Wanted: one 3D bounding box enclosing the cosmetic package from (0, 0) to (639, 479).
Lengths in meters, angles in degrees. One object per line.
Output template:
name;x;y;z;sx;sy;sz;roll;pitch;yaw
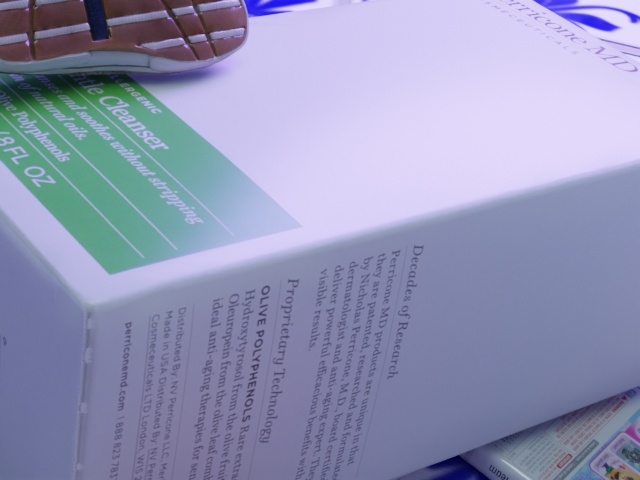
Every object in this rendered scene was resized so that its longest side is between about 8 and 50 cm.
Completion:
cosmetic package;0.000;0.000;0.691;0.365;0.155;0.197;-16;40;-35

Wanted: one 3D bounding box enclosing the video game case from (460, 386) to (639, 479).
video game case;0.167;0.110;0.751;0.143;0.019;0.157;37;41;20

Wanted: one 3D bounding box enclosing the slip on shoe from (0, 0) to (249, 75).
slip on shoe;-0.094;-0.092;0.626;0.135;0.051;0.041;-15;6;-38
